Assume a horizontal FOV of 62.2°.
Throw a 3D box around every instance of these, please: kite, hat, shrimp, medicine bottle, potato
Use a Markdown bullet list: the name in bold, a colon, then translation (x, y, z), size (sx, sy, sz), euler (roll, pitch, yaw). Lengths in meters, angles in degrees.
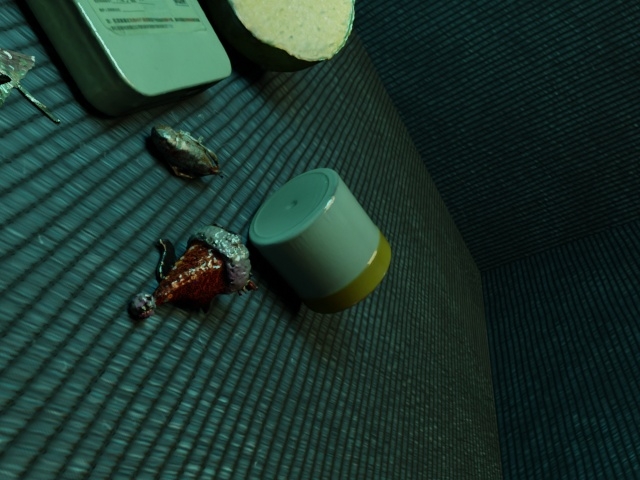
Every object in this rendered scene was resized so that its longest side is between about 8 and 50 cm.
- **kite**: translation (-0.428, -0.222, 0.744), size (0.157, 0.011, 0.139), euler (48, 32, -36)
- **hat**: translation (-0.210, 0.070, 0.858), size (0.227, 0.128, 0.140), euler (-37, 127, -48)
- **shrimp**: translation (-0.244, -0.159, 1.003), size (0.190, 0.075, 0.073), euler (26, 27, -49)
- **medicine bottle**: translation (0.000, 0.000, 1.159), size (0.232, 0.237, 0.238), euler (52, 28, -29)
- **potato**: translation (-0.151, -0.653, 1.383), size (0.385, 0.319, 0.443), euler (-32, 111, -26)

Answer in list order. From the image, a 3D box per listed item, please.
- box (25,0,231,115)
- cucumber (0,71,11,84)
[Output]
- **box**: translation (-0.358, -0.440, 0.955), size (0.397, 0.111, 0.396), euler (61, 24, -12)
- **cucumber**: translation (-0.450, -0.207, 0.652), size (0.134, 0.033, 0.034), euler (2, 106, -62)
